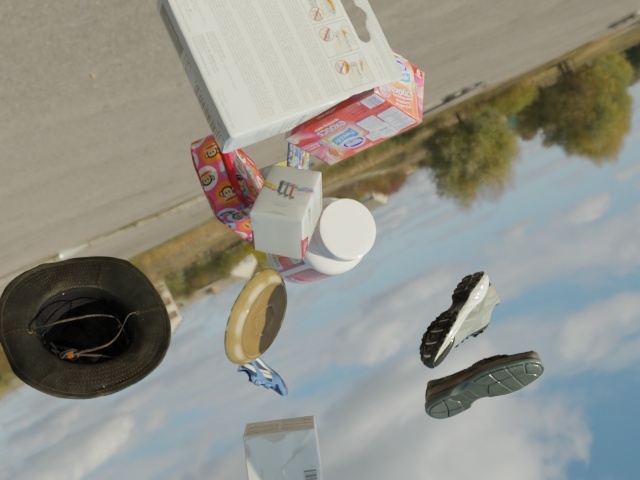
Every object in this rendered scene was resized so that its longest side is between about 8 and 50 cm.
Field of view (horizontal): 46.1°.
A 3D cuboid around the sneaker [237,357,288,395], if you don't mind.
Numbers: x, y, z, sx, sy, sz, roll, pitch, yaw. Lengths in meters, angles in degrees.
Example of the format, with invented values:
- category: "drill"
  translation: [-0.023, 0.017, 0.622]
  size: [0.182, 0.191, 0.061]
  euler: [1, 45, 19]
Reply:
- category: "sneaker"
  translation: [-0.142, 0.338, 1.841]
  size: [0.059, 0.144, 0.053]
  euler: [-48, 173, -29]

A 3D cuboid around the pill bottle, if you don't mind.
- category: "pill bottle"
  translation: [0.000, 0.000, 2.252]
  size: [0.229, 0.229, 0.407]
  euler: [-27, -178, -24]

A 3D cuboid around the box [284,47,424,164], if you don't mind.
- category: "box"
  translation: [0.075, -0.303, 1.706]
  size: [0.154, 0.142, 0.300]
  euler: [26, 150, -34]

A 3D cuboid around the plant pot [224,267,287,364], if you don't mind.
- category: "plant pot"
  translation: [-0.140, 0.181, 1.738]
  size: [0.032, 0.236, 0.236]
  euler: [19, -155, 24]

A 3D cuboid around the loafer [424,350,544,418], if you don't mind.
- category: "loafer"
  translation: [0.325, 0.277, 1.539]
  size: [0.267, 0.096, 0.084]
  euler: [-31, -143, 25]

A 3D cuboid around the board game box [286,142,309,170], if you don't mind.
- category: "board game box"
  translation: [-0.063, -0.210, 2.092]
  size: [0.035, 0.201, 0.136]
  euler: [7, -164, 10]

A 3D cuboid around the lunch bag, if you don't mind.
- category: "lunch bag"
  translation: [-0.227, -0.154, 1.958]
  size: [0.120, 0.258, 0.293]
  euler: [-26, 157, 8]

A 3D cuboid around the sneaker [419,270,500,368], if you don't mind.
- category: "sneaker"
  translation: [0.326, 0.192, 1.714]
  size: [0.271, 0.108, 0.100]
  euler: [-47, -167, -26]

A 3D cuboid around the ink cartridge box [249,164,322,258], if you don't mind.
- category: "ink cartridge box"
  translation: [-0.077, -0.070, 1.763]
  size: [0.127, 0.128, 0.176]
  euler: [11, -134, 11]

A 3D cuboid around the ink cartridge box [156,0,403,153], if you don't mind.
- category: "ink cartridge box"
  translation: [-0.073, -0.373, 1.431]
  size: [0.385, 0.308, 0.091]
  euler: [-23, 174, -23]

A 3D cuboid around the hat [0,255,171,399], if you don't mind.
- category: "hat"
  translation: [-0.439, 0.185, 1.412]
  size: [0.331, 0.331, 0.134]
  euler: [-28, 148, -35]

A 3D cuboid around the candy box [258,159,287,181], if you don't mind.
- category: "candy box"
  translation: [-0.161, -0.184, 2.255]
  size: [0.109, 0.053, 0.186]
  euler: [-30, 176, 41]

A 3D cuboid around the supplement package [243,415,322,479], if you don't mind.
- category: "supplement package"
  translation: [-0.099, 0.648, 2.117]
  size: [0.204, 0.262, 0.145]
  euler: [-7, -178, -2]
